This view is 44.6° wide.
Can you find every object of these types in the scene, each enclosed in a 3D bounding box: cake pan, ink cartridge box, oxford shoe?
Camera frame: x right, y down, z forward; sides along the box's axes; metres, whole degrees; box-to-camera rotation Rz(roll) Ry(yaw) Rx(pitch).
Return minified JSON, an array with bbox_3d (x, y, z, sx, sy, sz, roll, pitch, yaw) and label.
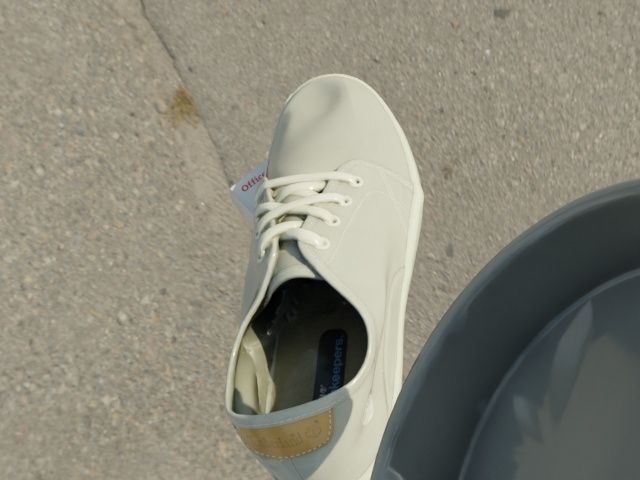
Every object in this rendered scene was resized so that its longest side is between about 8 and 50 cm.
[{"bbox_3d":[0.120,0.111,0.340,0.054,0.293,0.293,28,85,-21],"label":"cake pan"},{"bbox_3d":[-0.031,-0.034,0.878,0.088,0.052,0.122,-40,77,-11],"label":"ink cartridge box"},{"bbox_3d":[0.000,0.000,0.707,0.169,0.130,0.450,-14,52,23],"label":"oxford shoe"}]
